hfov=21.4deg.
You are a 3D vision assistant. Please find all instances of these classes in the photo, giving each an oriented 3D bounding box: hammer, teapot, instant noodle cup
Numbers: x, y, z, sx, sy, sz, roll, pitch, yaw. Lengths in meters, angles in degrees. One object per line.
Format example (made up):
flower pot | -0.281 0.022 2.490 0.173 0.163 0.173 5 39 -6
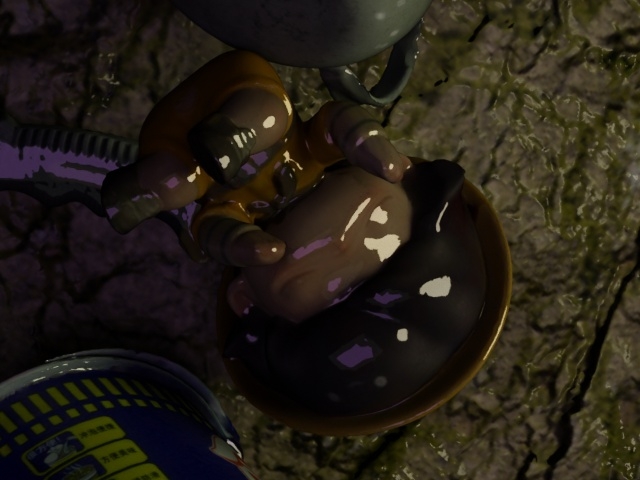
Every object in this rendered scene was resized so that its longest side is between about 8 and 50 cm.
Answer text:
hammer | -0.171 -0.047 1.080 0.227 0.041 0.158 14 111 -5
teapot | -0.015 -0.192 0.964 0.193 0.129 0.294 6 145 37
instant noodle cup | -0.084 0.250 0.995 0.284 0.312 0.284 -16 119 -31

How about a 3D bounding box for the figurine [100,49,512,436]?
figurine | -0.001 -0.002 1.025 0.192 0.167 0.257 -32 117 10
